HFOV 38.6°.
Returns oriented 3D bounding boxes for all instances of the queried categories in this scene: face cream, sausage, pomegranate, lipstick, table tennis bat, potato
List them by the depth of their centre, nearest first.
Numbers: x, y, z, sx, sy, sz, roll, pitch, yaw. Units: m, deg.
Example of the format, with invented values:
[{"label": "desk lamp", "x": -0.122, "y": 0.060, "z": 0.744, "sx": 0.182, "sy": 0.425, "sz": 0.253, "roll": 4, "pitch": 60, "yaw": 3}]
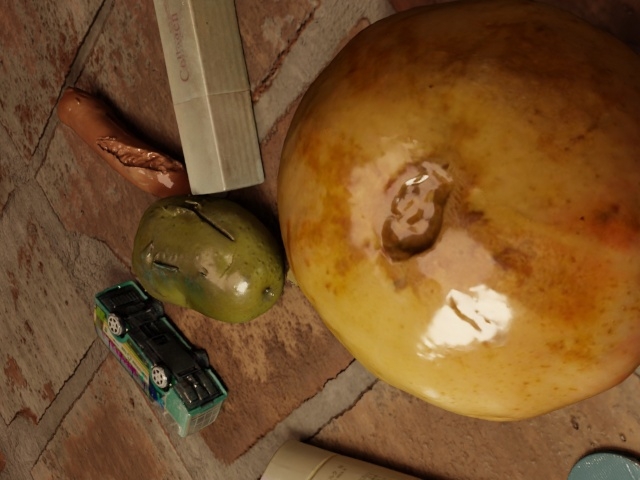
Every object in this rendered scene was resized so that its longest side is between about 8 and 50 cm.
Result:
[{"label": "pomegranate", "x": 0.138, "y": -0.024, "z": 0.736, "sx": 0.338, "sy": 0.338, "sz": 0.338, "roll": 15, "pitch": 112, "yaw": 40}, {"label": "table tennis bat", "x": 0.317, "y": 0.258, "z": 0.934, "sx": 0.155, "sy": 0.019, "sz": 0.100, "roll": -38, "pitch": 76, "yaw": 45}, {"label": "face cream", "x": 0.050, "y": 0.358, "z": 1.124, "sx": 0.348, "sy": 0.173, "sz": 0.081, "roll": 6, "pitch": 142, "yaw": 42}, {"label": "lipstick", "x": -0.153, "y": -0.248, "z": 1.185, "sx": 0.076, "sy": 0.080, "sz": 0.371, "roll": -4, "pitch": 99, "yaw": 43}, {"label": "potato", "x": -0.153, "y": 0.022, "z": 1.222, "sx": 0.248, "sy": 0.143, "sz": 0.169, "roll": 21, "pitch": 130, "yaw": 36}, {"label": "sausage", "x": -0.289, "y": -0.137, "z": 1.353, "sx": 0.304, "sy": 0.078, "sz": 0.078, "roll": 37, "pitch": 125, "yaw": 30}]

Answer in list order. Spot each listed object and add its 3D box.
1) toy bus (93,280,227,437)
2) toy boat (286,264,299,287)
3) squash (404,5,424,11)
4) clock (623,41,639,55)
[{"label": "toy bus", "x": -0.253, "y": 0.178, "z": 1.407, "sx": 0.261, "sy": 0.091, "sz": 0.109, "roll": 45, "pitch": 136, "yaw": 27}, {"label": "toy boat", "x": 0.000, "y": 0.000, "z": 1.138, "sx": 0.047, "sy": 0.049, "sz": 0.149, "roll": 33, "pitch": 127, "yaw": -5}, {"label": "squash", "x": 0.071, "y": -0.191, "z": 0.952, "sx": 0.105, "sy": 0.132, "sz": 0.105, "roll": 12, "pitch": 109, "yaw": 39}, {"label": "clock", "x": 0.197, "y": -0.072, "z": 0.907, "sx": 0.290, "sy": 0.080, "sz": 0.275, "roll": 24, "pitch": 117, "yaw": 36}]
